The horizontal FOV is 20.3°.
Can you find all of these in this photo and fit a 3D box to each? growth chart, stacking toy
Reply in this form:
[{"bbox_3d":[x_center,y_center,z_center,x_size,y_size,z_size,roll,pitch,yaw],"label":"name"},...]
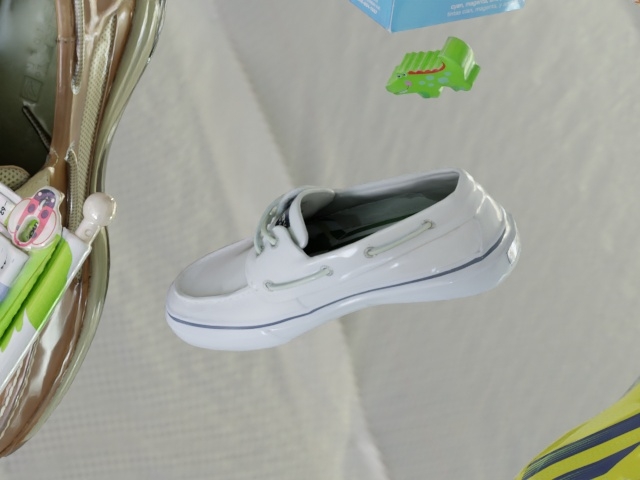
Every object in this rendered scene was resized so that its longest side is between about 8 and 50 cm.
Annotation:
[{"bbox_3d":[-0.218,0.018,0.862,0.237,0.021,0.172,24,-96,33],"label":"growth chart"},{"bbox_3d":[0.142,-0.168,0.982,0.052,0.221,0.167,48,-129,-28],"label":"stacking toy"}]

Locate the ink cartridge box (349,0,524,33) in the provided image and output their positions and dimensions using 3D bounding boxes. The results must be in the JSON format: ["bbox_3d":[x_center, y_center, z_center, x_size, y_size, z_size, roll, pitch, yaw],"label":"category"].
[{"bbox_3d":[0.056,-0.193,0.905,0.090,0.143,0.092,-13,-142,-30],"label":"ink cartridge box"}]

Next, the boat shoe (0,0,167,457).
[{"bbox_3d":[-0.180,-0.035,0.975,0.123,0.324,0.120,16,-168,17],"label":"boat shoe"}]

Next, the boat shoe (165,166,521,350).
[{"bbox_3d":[0.000,0.000,1.026,0.076,0.226,0.083,57,-151,-36],"label":"boat shoe"}]

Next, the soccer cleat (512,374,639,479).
[{"bbox_3d":[0.157,0.095,0.742,0.093,0.121,0.289,53,-140,-1],"label":"soccer cleat"}]
